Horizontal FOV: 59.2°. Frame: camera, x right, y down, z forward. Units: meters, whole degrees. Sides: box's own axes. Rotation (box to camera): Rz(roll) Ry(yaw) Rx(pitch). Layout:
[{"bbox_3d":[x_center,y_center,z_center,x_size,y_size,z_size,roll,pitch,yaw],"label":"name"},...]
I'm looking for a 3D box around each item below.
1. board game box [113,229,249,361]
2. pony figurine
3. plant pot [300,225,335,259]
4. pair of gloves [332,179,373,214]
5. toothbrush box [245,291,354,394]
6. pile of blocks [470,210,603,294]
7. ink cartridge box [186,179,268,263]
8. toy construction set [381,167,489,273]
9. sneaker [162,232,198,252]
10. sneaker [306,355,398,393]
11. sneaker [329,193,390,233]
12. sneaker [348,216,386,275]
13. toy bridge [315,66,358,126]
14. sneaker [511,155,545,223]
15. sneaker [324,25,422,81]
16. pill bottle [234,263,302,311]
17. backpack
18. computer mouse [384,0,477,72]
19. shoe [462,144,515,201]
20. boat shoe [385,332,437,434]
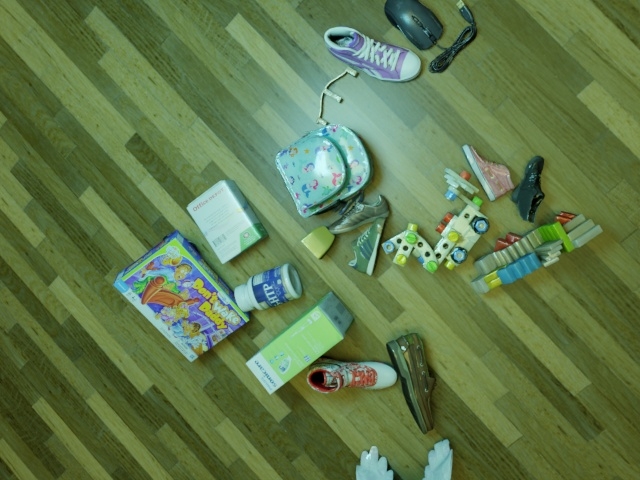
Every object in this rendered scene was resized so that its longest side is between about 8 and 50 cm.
[{"bbox_3d":[-0.415,0.173,1.718,0.233,0.078,0.347,-36,112,5],"label":"board game box"},{"bbox_3d":[0.265,0.776,1.610,0.302,0.351,0.364,-20,110,18],"label":"pony figurine"},{"bbox_3d":[0.000,0.000,1.691,0.083,0.081,0.081,-44,85,3],"label":"plant pot"},{"bbox_3d":[0.061,-0.177,1.685,0.159,0.023,0.198,-43,85,15],"label":"pair of gloves"},{"bbox_3d":[-0.054,0.297,1.669,0.283,0.206,0.122,-39,88,13],"label":"toothbrush box"},{"bbox_3d":[0.560,0.019,1.528,0.362,0.149,0.113,-32,89,15],"label":"pile of blocks"},{"bbox_3d":[-0.286,-0.060,1.740,0.154,0.093,0.213,-34,89,13],"label":"ink cartridge box"},{"bbox_3d":[0.341,-0.042,1.579,0.215,0.151,0.328,36,113,4],"label":"toy construction set"},{"bbox_3d":[-0.472,0.112,1.815,0.124,0.107,0.284,29,112,38],"label":"sneaker"},{"bbox_3d":[0.092,0.412,1.679,0.269,0.145,0.090,7,97,12],"label":"sneaker"},{"bbox_3d":[0.107,-0.078,1.653,0.188,0.066,0.071,-19,104,-3],"label":"sneaker"},{"bbox_3d":[0.131,0.012,1.650,0.086,0.064,0.192,17,120,13],"label":"sneaker"},{"bbox_3d":[0.035,-0.427,1.661,0.063,0.026,0.188,35,102,10],"label":"toy bridge"},{"bbox_3d":[0.582,-0.139,1.534,0.051,0.089,0.170,15,108,-30],"label":"sneaker"},{"bbox_3d":[0.141,-0.516,1.560,0.281,0.161,0.102,17,98,9],"label":"sneaker"},{"bbox_3d":[-0.161,0.151,1.725,0.186,0.112,0.112,-21,91,14],"label":"pill bottle"},{"bbox_3d":[0.017,-0.206,1.594,0.253,0.191,0.225,-25,88,11],"label":"backpack"},{"bbox_3d":[0.309,-0.616,1.561,0.184,0.060,0.262,-39,87,15],"label":"computer mouse"},{"bbox_3d":[0.469,-0.202,1.571,0.081,0.063,0.178,-30,94,13],"label":"shoe"},{"bbox_3d":[0.292,0.420,1.651,0.104,0.110,0.308,-21,104,-9],"label":"boat shoe"}]
